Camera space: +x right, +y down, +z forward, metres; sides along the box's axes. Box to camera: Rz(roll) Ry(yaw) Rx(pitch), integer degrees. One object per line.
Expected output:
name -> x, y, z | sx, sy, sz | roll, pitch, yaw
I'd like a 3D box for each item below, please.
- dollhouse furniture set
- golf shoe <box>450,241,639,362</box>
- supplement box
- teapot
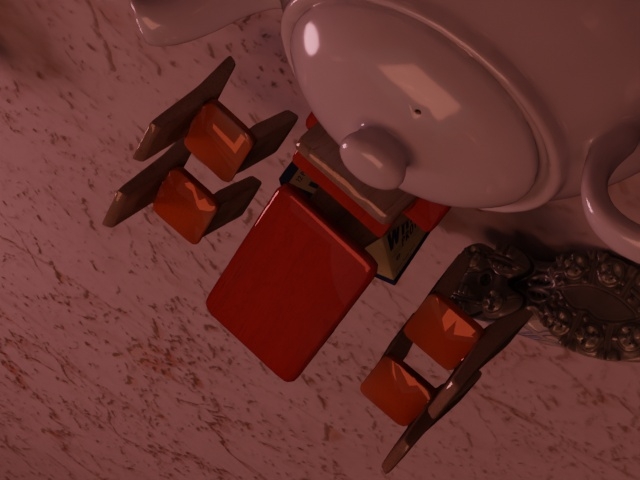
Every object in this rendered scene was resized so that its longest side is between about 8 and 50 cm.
dollhouse furniture set -> 0.000, 0.000, 1.130 | 0.262, 0.135, 0.259 | 41, 139, 7
golf shoe -> 0.173, 0.045, 1.207 | 0.176, 0.069, 0.086 | 18, 172, 43
supplement box -> 0.026, -0.026, 1.254 | 0.083, 0.056, 0.083 | 23, 155, 24
teapot -> 0.077, -0.099, 0.862 | 0.252, 0.187, 0.256 | 42, 156, -18
